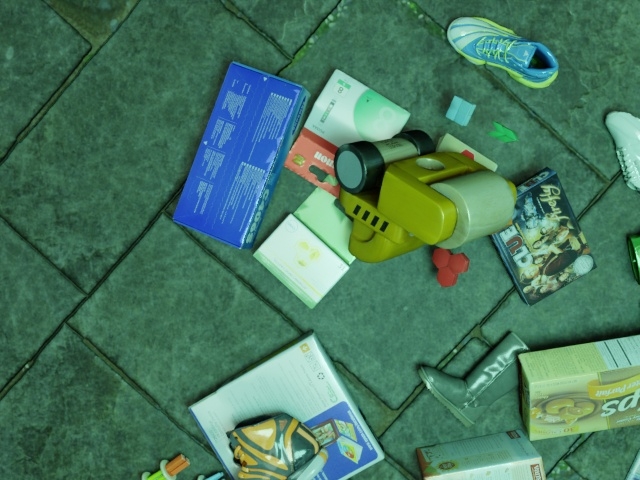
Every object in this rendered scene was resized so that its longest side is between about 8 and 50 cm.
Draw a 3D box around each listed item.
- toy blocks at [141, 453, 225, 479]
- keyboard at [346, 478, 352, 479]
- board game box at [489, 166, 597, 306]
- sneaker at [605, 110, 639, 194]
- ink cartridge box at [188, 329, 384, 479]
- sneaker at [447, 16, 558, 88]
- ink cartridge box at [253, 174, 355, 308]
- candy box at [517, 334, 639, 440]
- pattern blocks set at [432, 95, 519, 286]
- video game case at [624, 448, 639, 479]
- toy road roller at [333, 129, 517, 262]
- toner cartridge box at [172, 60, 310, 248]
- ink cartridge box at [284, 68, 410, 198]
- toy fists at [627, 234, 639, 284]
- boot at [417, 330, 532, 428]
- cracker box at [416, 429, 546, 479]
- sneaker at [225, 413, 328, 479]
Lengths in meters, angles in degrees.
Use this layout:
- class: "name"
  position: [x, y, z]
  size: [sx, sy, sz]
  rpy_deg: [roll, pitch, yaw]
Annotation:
- class: "toy blocks"
  position: [-0.291, 0.515, 1.446]
  size: [0.148, 0.054, 0.123]
  rpy_deg: [-32, 92, 4]
- class: "keyboard"
  position: [-0.027, 0.670, 1.458]
  size: [0.317, 0.033, 0.201]
  rpy_deg: [-30, 92, 4]
- class: "board game box"
  position: [0.438, -0.003, 1.352]
  size: [0.165, 0.042, 0.243]
  rpy_deg: [-32, 114, 4]
- class: "sneaker"
  position: [0.651, -0.160, 1.361]
  size: [0.095, 0.090, 0.235]
  rpy_deg: [-41, 90, 13]
- class: "ink cartridge box"
  position: [-0.070, 0.398, 1.427]
  size: [0.307, 0.072, 0.303]
  rpy_deg: [-30, 93, 6]
- class: "sneaker"
  position: [0.371, -0.387, 1.333]
  size: [0.240, 0.126, 0.091]
  rpy_deg: [24, 94, 0]
- class: "ink cartridge box"
  position: [0.000, 0.000, 1.407]
  size: [0.171, 0.056, 0.235]
  rpy_deg: [43, 96, 0]
- class: "candy box"
  position: [0.565, 0.292, 1.343]
  size: [0.316, 0.087, 0.183]
  rpy_deg: [-10, 127, 4]
- class: "pattern blocks set"
  position: [0.260, -0.102, 1.324]
  size: [0.285, 0.026, 0.325]
  rpy_deg: [50, 124, 31]
- class: "video game case"
  position: [0.724, 0.540, 1.429]
  size: [0.157, 0.019, 0.143]
  rpy_deg: [23, 94, 0]
- class: "toy road roller"
  position: [0.177, -0.050, 1.263]
  size: [0.329, 0.202, 0.240]
  rpy_deg: [35, 130, 39]
- class: "toner cartridge box"
  position: [-0.161, -0.171, 1.377]
  size: [0.165, 0.075, 0.348]
  rpy_deg: [23, 94, 11]
- class: "ink cartridge box"
  position: [0.051, -0.211, 1.385]
  size: [0.181, 0.056, 0.225]
  rpy_deg: [31, 87, 0]
- class: "toy fists"
  position: [0.726, 0.096, 1.367]
  size: [0.142, 0.096, 0.279]
  rpy_deg: [-12, 94, 15]
- class: "boot"
  position: [0.333, 0.268, 1.400]
  size: [0.189, 0.076, 0.208]
  rpy_deg: [43, 101, -15]
- class: "cracker box"
  position: [0.322, 0.462, 1.370]
  size: [0.232, 0.156, 0.067]
  rpy_deg: [-12, 93, 3]
- class: "sneaker"
  position: [-0.154, 0.475, 1.356]
  size: [0.321, 0.124, 0.180]
  rpy_deg: [-43, 88, -6]
